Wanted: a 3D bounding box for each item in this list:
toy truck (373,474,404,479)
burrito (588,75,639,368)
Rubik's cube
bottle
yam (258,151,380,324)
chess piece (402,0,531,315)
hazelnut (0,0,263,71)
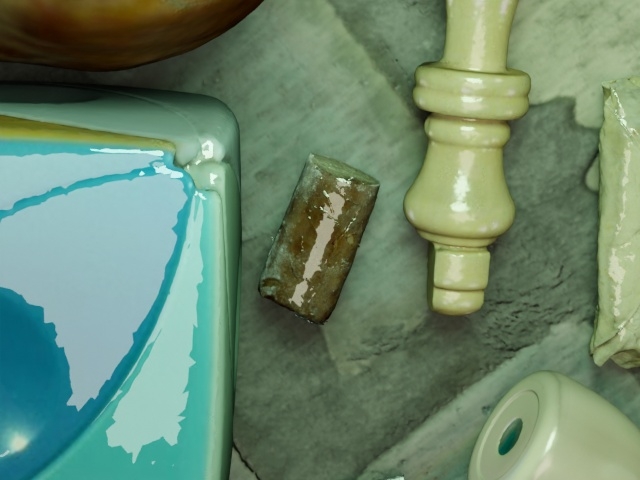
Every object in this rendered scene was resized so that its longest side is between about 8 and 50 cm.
[{"bbox_3d":[0.061,0.324,1.251,0.083,0.092,0.192,-11,94,0],"label":"toy truck"},{"bbox_3d":[0.281,-0.011,1.197,0.082,0.059,0.275,-1,103,-16],"label":"burrito"},{"bbox_3d":[-0.239,0.055,1.050,0.352,0.347,0.351,0,102,-1],"label":"Rubik's cube"},{"bbox_3d":[0.268,0.233,1.209,0.236,0.147,0.147,30,100,-12],"label":"bottle"},{"bbox_3d":[-0.002,-0.001,1.183,0.079,0.079,0.141,21,99,-6],"label":"yam"},{"bbox_3d":[0.129,-0.127,1.144,0.117,0.117,0.397,5,104,-2],"label":"chess piece"},{"bbox_3d":[-0.179,-0.282,0.982,0.366,0.366,0.365,0,102,-1],"label":"hazelnut"}]
